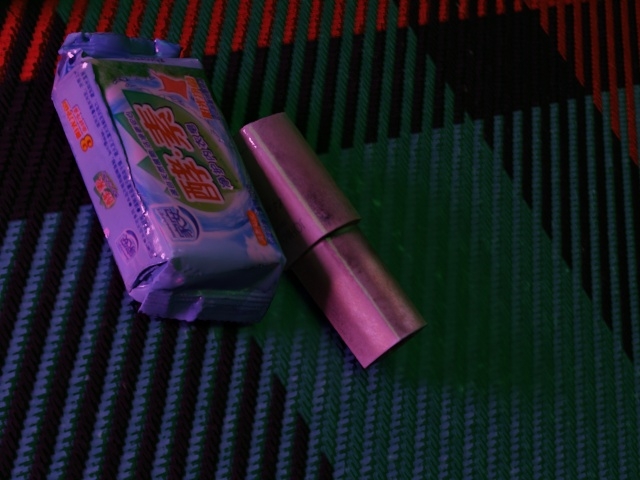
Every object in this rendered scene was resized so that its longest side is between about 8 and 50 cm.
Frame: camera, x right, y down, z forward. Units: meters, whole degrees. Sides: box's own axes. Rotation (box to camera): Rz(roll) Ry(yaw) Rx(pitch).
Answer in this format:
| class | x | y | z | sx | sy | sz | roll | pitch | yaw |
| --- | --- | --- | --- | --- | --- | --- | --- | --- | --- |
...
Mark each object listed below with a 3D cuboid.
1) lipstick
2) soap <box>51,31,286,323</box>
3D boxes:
| class | x | y | z | sx | sy | sz | roll | pitch | yaw |
| --- | --- | --- | --- | --- | --- | --- | --- | --- | --- |
| lipstick | 0.000 | 0.000 | 1.677 | 0.077 | 0.079 | 0.253 | -24 | 75 | -50 |
| soap | -0.142 | -0.062 | 1.598 | 0.156 | 0.077 | 0.293 | -2 | 58 | -45 |
